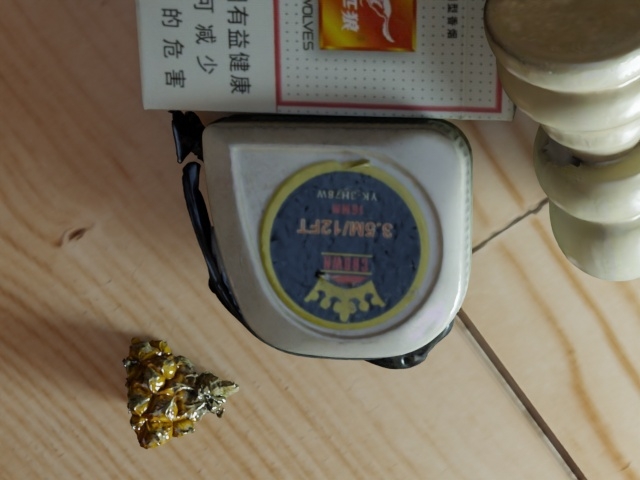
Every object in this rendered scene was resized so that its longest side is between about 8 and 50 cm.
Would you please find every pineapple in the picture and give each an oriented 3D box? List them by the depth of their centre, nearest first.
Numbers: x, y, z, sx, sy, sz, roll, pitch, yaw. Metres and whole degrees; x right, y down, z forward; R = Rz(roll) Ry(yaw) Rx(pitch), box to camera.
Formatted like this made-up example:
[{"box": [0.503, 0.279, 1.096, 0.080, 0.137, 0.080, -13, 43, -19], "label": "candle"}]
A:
[{"box": [-0.135, 0.151, 1.751, 0.114, 0.114, 0.077, 2, 146, -10], "label": "pineapple"}]

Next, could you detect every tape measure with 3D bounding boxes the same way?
[{"box": [0.000, 0.000, 1.649, 0.271, 0.133, 0.231, 3, 100, 8], "label": "tape measure"}]

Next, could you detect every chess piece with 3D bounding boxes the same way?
[{"box": [0.241, -0.089, 1.540, 0.167, 0.167, 0.299, -11, 133, 10], "label": "chess piece"}]

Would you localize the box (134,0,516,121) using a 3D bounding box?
[{"box": [0.009, -0.216, 1.580, 0.330, 0.095, 0.210, 3, 118, 7], "label": "box"}]
